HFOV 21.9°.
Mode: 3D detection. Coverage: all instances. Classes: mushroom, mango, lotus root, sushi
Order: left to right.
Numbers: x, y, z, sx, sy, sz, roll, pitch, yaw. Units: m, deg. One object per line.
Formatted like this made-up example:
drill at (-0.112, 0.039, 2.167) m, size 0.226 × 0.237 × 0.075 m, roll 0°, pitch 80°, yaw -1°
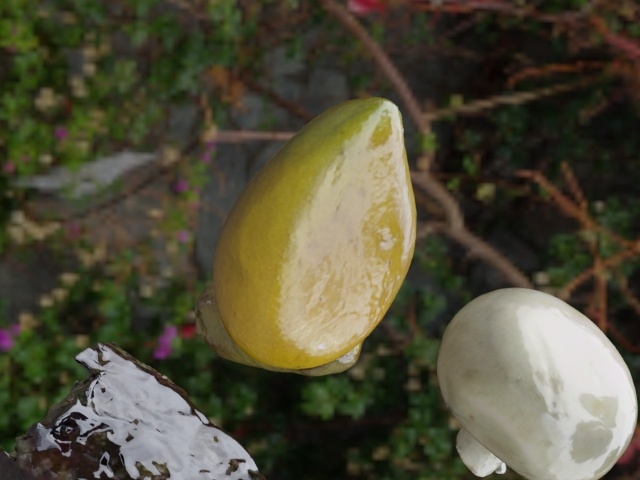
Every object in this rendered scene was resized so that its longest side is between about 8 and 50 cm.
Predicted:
sushi at (-0.247, 0.322, 1.973) m, size 0.299 × 0.294 × 0.281 m, roll -53°, pitch 176°, yaw 25°
lotus root at (-0.039, 0.078, 1.657) m, size 0.258 × 0.097 × 0.110 m, roll 3°, pitch -70°, yaw 51°
mango at (0.000, 0.000, 1.381) m, size 0.317 × 0.177 × 0.119 m, roll 107°, pitch -35°, yaw -47°
mushroom at (0.231, 0.176, 1.834) m, size 0.202 × 0.246 × 0.246 m, roll -54°, pitch -154°, yaw 21°
